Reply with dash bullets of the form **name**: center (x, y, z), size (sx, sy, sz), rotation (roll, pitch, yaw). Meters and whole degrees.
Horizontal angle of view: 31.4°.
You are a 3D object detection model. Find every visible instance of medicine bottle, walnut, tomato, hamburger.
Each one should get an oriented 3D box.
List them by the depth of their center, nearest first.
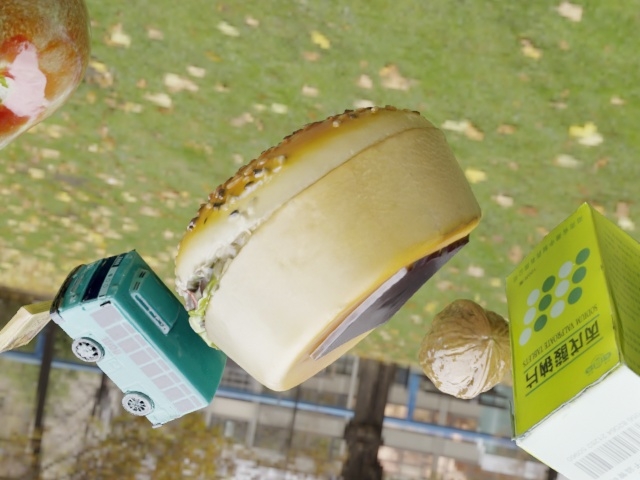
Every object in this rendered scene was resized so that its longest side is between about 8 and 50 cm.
- **hamburger**: center (0.000, 0.000, 1.032), size (0.176, 0.300, 0.300), rotation (51, -173, 12)
- **medicine bottle**: center (0.270, 0.107, 1.102), size (0.141, 0.250, 0.137), rotation (35, 122, -21)
- **tomato**: center (-0.381, -0.219, 1.169), size (0.223, 0.270, 0.270), rotation (54, -164, 21)
- **walnut**: center (0.157, 0.114, 1.200), size (0.105, 0.105, 0.124), rotation (10, 161, -16)

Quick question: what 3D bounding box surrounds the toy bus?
- **toy bus**: center (-0.165, 0.088, 1.058), size (0.091, 0.079, 0.160), rotation (-24, 118, 27)

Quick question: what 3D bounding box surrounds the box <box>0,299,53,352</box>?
- **box**: center (-0.395, 0.115, 1.530), size (0.020, 0.073, 0.149), rotation (43, -178, 1)
